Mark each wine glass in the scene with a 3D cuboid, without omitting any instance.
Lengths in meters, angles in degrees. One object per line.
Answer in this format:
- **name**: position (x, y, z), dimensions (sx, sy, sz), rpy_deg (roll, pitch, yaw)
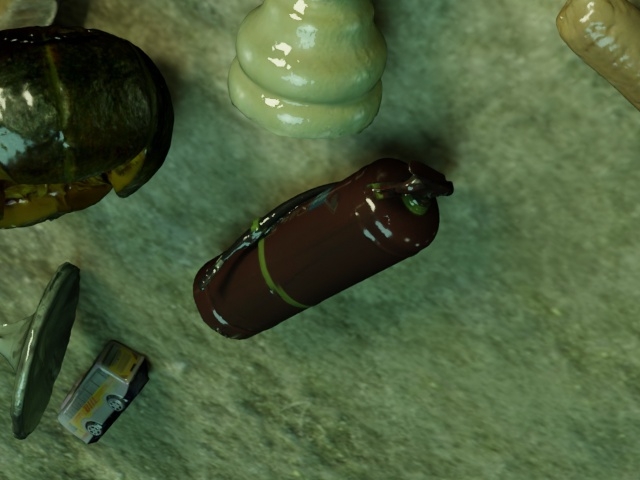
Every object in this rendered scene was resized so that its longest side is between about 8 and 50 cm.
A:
- **wine glass**: position (-0.496, 0.077, 1.235), dimensions (0.406, 0.267, 0.267), rpy_deg (16, 137, -2)

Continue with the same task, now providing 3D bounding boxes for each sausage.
- **sausage**: position (0.306, -0.099, 0.904), dimensions (0.301, 0.065, 0.066), rpy_deg (39, 134, -22)

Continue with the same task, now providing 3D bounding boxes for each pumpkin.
- **pumpkin**: position (-0.251, -0.106, 0.991), dimensions (0.238, 0.159, 0.238), rpy_deg (-19, 167, -5)

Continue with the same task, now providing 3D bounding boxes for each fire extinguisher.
- **fire extinguisher**: position (0.000, 0.000, 1.063), dimensions (0.341, 0.141, 0.105), rpy_deg (-31, 76, 43)

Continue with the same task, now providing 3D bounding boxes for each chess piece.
- **chess piece**: position (0.003, -0.211, 0.860), dimensions (0.133, 0.133, 0.243), rpy_deg (15, 131, 5)

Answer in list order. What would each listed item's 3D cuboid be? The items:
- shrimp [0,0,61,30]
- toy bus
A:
- **shrimp**: position (-0.296, -0.263, 0.928), dimensions (0.221, 0.110, 0.446), rpy_deg (37, 138, -25)
- **toy bus**: position (-0.280, 0.196, 1.412), dimensions (0.072, 0.057, 0.172), rpy_deg (35, 134, -7)
